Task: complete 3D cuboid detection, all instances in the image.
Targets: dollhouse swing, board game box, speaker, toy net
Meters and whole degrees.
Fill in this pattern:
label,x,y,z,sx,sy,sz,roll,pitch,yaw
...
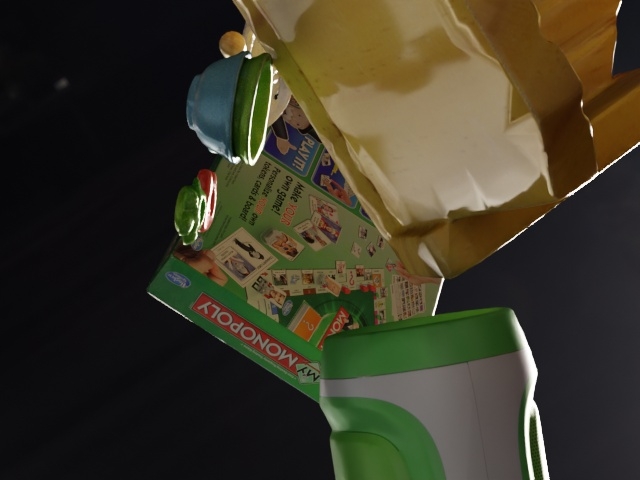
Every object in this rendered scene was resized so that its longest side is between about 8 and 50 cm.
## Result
label,x,y,z,sx,sy,sz,roll,pitch,yaw
dollhouse swing,0.087,-0.193,0.962,0.347,0.315,0.305,58,-29,-4
board game box,0.000,0.000,1.433,0.213,0.046,0.317,34,33,-7
speaker,0.077,0.192,0.983,0.131,0.131,0.297,167,-86,-83
toy net,-0.047,-0.075,1.124,0.232,0.045,0.122,-62,158,-73
